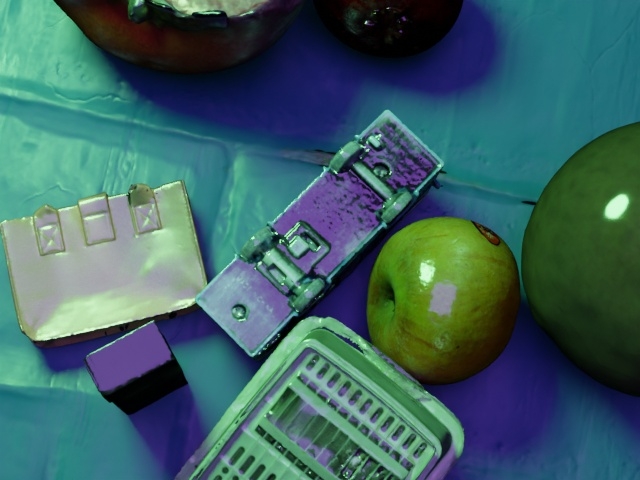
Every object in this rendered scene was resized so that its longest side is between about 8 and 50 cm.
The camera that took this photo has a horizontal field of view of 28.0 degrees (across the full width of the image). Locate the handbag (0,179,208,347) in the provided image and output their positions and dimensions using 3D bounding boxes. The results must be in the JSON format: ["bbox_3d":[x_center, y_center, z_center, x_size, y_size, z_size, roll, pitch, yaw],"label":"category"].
[{"bbox_3d":[-0.240,0.024,1.438,0.212,0.059,0.157,-14,80,-6],"label":"handbag"}]

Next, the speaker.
[{"bbox_3d":[-0.188,0.137,1.335,0.082,0.218,0.044,-28,80,-9],"label":"speaker"}]

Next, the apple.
[{"bbox_3d":[0.135,0.065,1.388,0.155,0.182,0.183,5,77,-25],"label":"apple"}]

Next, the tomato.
[{"bbox_3d":[-0.149,-0.314,1.455,0.334,0.176,0.290,15,60,13],"label":"tomato"}]

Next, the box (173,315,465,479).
[{"bbox_3d":[-0.011,0.241,1.325,0.220,0.166,0.290,39,93,5],"label":"box"}]

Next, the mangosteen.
[{"bbox_3d":[0.075,-0.307,1.473,0.199,0.200,0.200,0,78,-2],"label":"mangosteen"}]

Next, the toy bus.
[{"bbox_3d":[0.000,0.000,1.417,0.106,0.131,0.297,44,79,8],"label":"toy bus"}]

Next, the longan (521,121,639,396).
[{"bbox_3d":[0.358,0.014,1.360,0.297,0.297,0.297,0,78,-2],"label":"longan"}]
